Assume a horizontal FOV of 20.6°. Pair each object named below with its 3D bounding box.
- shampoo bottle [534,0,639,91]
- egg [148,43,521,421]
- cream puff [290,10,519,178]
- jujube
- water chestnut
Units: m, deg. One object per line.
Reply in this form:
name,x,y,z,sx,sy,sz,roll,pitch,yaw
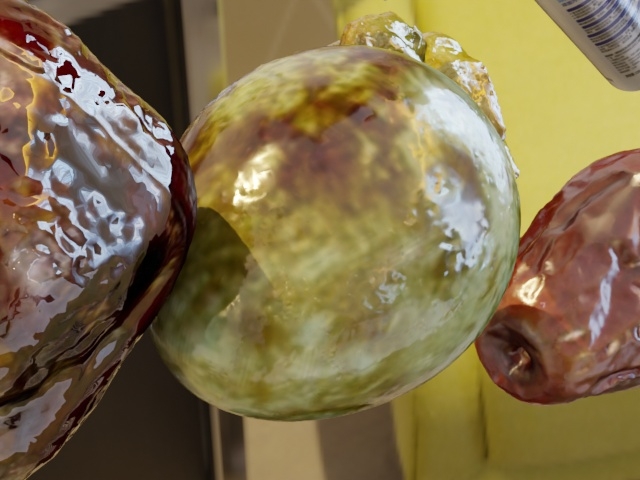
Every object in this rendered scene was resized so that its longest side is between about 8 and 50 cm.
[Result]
shampoo bottle,0.256,-0.263,1.775,0.092,0.303,0.092,-22,51,30
egg,0.000,0.000,1.162,0.238,0.238,0.289,29,49,28
cream puff,0.056,-0.072,1.506,0.244,0.244,0.196,-21,66,-20
jujube,0.240,0.034,1.403,0.255,0.190,0.190,-32,51,-32
water chestnut,-0.238,-0.020,1.033,0.335,0.335,0.347,4,36,5
